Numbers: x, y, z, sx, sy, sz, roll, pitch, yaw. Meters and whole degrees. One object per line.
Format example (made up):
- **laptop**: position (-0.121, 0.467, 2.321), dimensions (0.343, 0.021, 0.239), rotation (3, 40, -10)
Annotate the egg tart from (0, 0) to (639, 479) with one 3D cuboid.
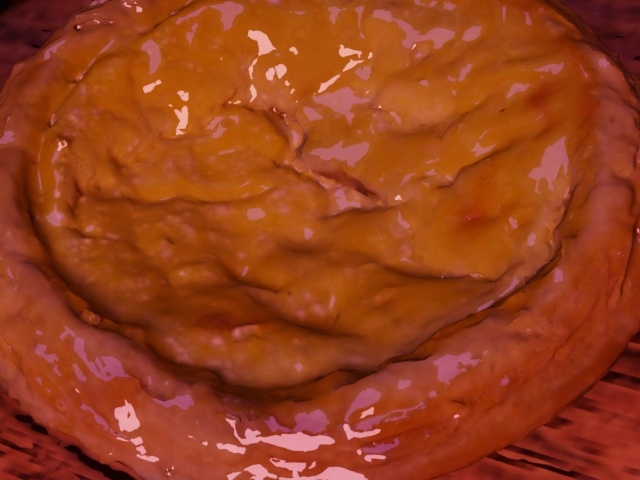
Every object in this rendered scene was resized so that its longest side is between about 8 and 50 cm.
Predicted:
- **egg tart**: position (0.000, 0.000, 0.520), dimensions (0.191, 0.074, 0.191), rotation (-6, 48, 6)
